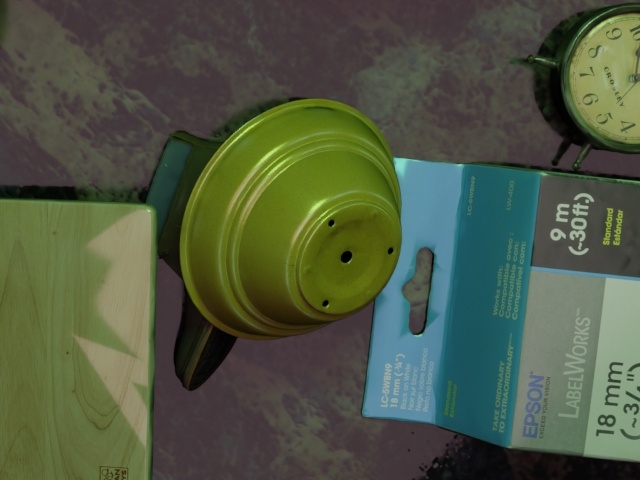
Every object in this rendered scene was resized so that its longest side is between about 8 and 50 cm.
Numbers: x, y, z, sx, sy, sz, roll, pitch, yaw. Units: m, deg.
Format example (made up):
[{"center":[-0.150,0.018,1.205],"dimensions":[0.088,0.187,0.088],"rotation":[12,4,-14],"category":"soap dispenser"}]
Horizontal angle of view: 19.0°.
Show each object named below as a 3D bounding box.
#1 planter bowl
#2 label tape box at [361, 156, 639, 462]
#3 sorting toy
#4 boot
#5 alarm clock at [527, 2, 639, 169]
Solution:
[{"center":[0.000,0.000,1.572],"dimensions":[0.217,0.090,0.217],"rotation":[-17,121,-30],"category":"planter bowl"},{"center":[0.218,0.063,1.651],"dimensions":[0.334,0.106,0.240],"rotation":[6,93,-6],"category":"label tape box"},{"center":[-0.259,0.089,1.594],"dimensions":[0.256,0.089,0.257],"rotation":[3,97,6],"category":"sorting toy"},{"center":[-0.107,0.014,1.644],"dimensions":[0.106,0.082,0.219],"rotation":[24,102,18],"category":"boot"},{"center":[0.284,-0.148,1.661],"dimensions":[0.192,0.064,0.129],"rotation":[-23,96,-1],"category":"alarm clock"}]
